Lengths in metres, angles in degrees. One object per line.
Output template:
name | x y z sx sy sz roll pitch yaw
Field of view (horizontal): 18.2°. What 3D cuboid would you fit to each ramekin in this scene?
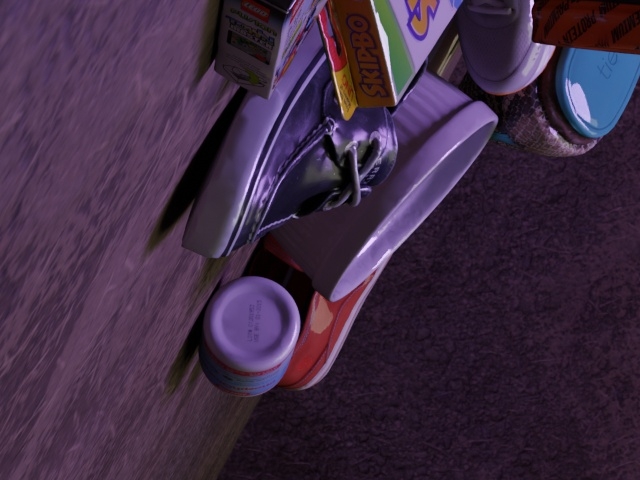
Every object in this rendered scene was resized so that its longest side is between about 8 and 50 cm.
ramekin | 0.038 -0.060 1.636 0.207 0.109 0.207 -47 173 -8

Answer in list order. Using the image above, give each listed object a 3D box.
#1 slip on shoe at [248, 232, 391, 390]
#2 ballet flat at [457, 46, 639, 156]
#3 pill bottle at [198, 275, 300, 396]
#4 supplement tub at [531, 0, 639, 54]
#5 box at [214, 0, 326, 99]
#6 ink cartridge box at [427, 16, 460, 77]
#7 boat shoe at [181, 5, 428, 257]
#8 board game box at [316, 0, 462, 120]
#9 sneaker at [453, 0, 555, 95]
slip on shoe | 0.000 0.000 1.959 0.101 0.123 0.331 1 118 -51
ballet flat | 0.263 -0.276 1.765 0.182 0.164 0.482 9 -122 49
pill bottle | -0.068 0.094 1.825 0.087 0.087 0.160 -60 176 -18
supplement tub | 0.252 -0.305 1.464 0.207 0.207 0.338 -38 135 -82
box | 0.010 -0.185 1.055 0.207 0.036 0.114 -60 177 -18
ink cartridge box | 0.126 -0.256 1.859 0.234 0.088 0.193 -61 176 7
boat shoe | 0.000 -0.068 1.321 0.108 0.102 0.301 -63 177 32
board game box | 0.055 -0.189 1.241 0.259 0.039 0.124 -55 138 -47
sneaker | 0.125 -0.240 1.561 0.121 0.099 0.262 -24 116 -56
